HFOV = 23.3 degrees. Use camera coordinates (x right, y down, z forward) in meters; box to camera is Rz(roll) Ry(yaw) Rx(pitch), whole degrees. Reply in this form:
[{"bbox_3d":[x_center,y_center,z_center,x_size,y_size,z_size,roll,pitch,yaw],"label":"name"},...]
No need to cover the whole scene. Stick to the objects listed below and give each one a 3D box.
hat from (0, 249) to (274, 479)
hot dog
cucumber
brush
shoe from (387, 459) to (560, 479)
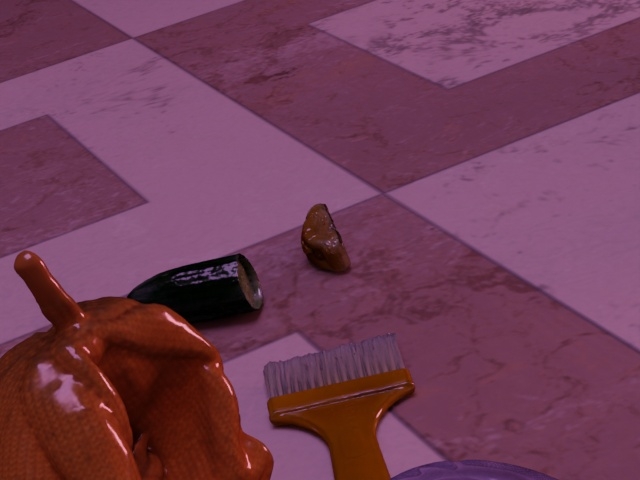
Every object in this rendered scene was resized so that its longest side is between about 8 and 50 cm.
[{"bbox_3d":[-0.140,0.114,0.885,0.233,0.233,0.244,-5,26,18],"label":"hat"},{"bbox_3d":[0.000,0.000,1.288,0.034,0.030,0.090,-22,26,-1],"label":"hot dog"},{"bbox_3d":[-0.101,0.043,1.227,0.105,0.048,0.048,-12,25,7],"label":"cucumber"},{"bbox_3d":[0.023,0.139,1.013,0.103,0.013,0.272,-14,26,-2],"label":"brush"},{"bbox_3d":[0.121,0.187,0.780,0.245,0.095,0.137,4,27,17],"label":"shoe"}]
